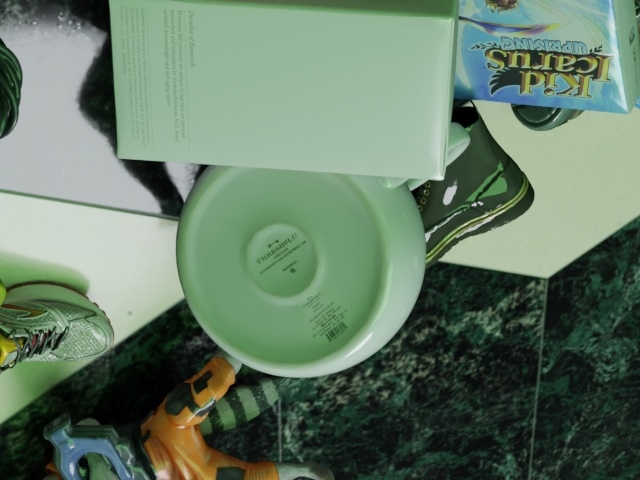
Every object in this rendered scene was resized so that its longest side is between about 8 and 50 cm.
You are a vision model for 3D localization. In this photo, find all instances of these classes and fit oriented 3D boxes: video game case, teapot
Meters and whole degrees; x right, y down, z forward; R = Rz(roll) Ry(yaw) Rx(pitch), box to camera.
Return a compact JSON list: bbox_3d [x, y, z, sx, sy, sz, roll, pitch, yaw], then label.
[{"bbox_3d":[0.154,-0.235,1.851,0.269,0.061,0.244,7,138,24],"label":"video game case"},{"bbox_3d":[0.000,0.000,1.888,0.187,0.256,0.252,-24,121,-67],"label":"teapot"}]

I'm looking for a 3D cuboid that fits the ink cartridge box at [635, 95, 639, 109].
[{"bbox_3d":[0.386,-0.220,2.101,0.104,0.061,0.181,22,113,-39],"label":"ink cartridge box"}]

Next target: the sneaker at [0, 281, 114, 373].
[{"bbox_3d":[-0.307,0.098,1.962,0.225,0.093,0.088,4,123,-31],"label":"sneaker"}]

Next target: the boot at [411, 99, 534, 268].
[{"bbox_3d":[0.097,-0.052,1.972,0.198,0.077,0.137,-30,129,5],"label":"boot"}]

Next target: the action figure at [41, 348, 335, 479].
[{"bbox_3d":[-0.157,0.269,2.134,0.330,0.178,0.341,-21,118,-4],"label":"action figure"}]

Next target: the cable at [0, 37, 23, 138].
[{"bbox_3d":[-0.355,-0.123,1.751,0.184,0.047,0.150,-40,113,-19],"label":"cable"}]

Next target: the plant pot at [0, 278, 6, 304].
[{"bbox_3d":[-0.426,0.044,1.773,0.207,0.228,0.227,14,118,-44],"label":"plant pot"}]

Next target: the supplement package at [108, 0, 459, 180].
[{"bbox_3d":[-0.026,-0.178,1.757,0.293,0.177,0.175,4,128,5],"label":"supplement package"}]

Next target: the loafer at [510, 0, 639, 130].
[{"bbox_3d":[0.293,-0.227,2.042,0.084,0.096,0.267,-4,137,-50],"label":"loafer"}]
